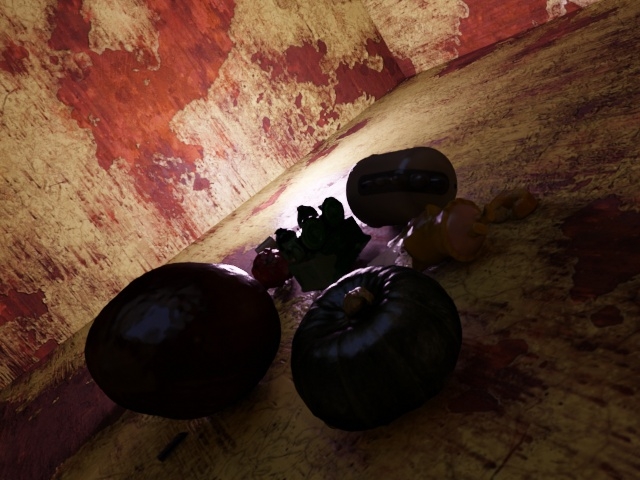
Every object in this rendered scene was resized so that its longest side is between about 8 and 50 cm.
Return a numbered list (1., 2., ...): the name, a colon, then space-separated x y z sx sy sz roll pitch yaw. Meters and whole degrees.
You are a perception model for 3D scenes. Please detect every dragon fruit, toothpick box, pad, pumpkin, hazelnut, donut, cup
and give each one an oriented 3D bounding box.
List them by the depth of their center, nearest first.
1. pumpkin: 0.084 0.169 0.944 0.300 0.207 0.300 -27 27 15
2. pad: 0.113 0.107 1.249 0.156 0.004 0.232 -44 17 50
3. hazelnut: -0.304 0.222 1.251 0.420 0.353 0.421 5 -3 0
4. donut: 0.430 -0.081 1.268 0.108 0.043 0.097 -11 28 44
5. toothpick box: 0.220 -0.145 1.527 0.229 0.229 0.316 -42 19 -23
6. dragon fruit: -0.154 0.092 1.766 0.166 0.136 0.133 176 102 -68
7. cup: -0.200 0.034 2.152 0.083 0.075 0.054 -40 -19 -7

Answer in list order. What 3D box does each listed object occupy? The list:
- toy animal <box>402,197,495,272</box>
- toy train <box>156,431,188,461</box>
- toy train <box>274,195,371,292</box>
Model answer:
1. toy animal: 0.278 -0.015 1.225 0.156 0.156 0.229 -44 9 -28
2. toy train: -0.331 0.457 1.265 0.083 0.017 0.017 -45 20 -32
3. toy train: 0.000 0.000 1.576 0.145 0.202 0.266 -16 25 45
